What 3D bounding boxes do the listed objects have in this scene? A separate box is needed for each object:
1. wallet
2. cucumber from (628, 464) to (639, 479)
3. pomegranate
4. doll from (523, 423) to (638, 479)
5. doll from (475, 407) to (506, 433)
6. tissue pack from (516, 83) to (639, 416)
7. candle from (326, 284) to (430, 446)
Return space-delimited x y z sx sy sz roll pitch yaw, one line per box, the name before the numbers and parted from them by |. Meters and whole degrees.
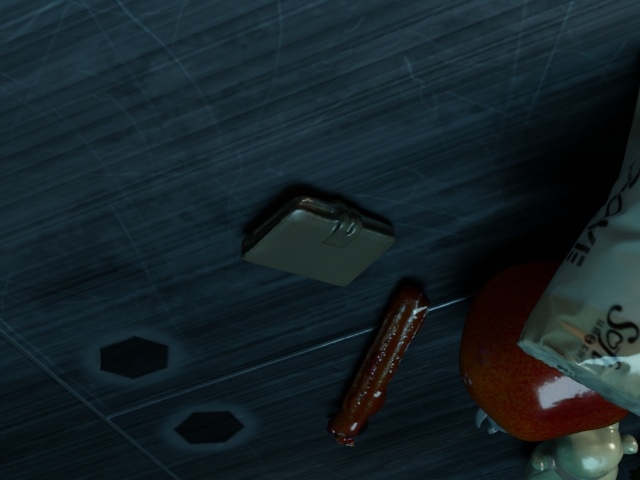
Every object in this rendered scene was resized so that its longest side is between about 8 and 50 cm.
wallet | 0.000 0.000 1.436 0.153 0.038 0.118 19 137 -36
cucumber | 0.603 0.295 1.884 0.145 0.105 0.325 40 126 -12
pomegranate | 0.267 0.132 1.526 0.221 0.220 0.256 -4 158 -6
doll | 0.361 0.321 1.855 0.155 0.113 0.275 -5 141 -10
doll | 0.270 0.198 1.724 0.104 0.062 0.194 -34 159 -47
tissue pack | 0.424 0.031 1.331 0.390 0.195 0.375 26 94 -17
candle | 0.075 0.164 1.651 0.051 0.048 0.329 11 139 -11
